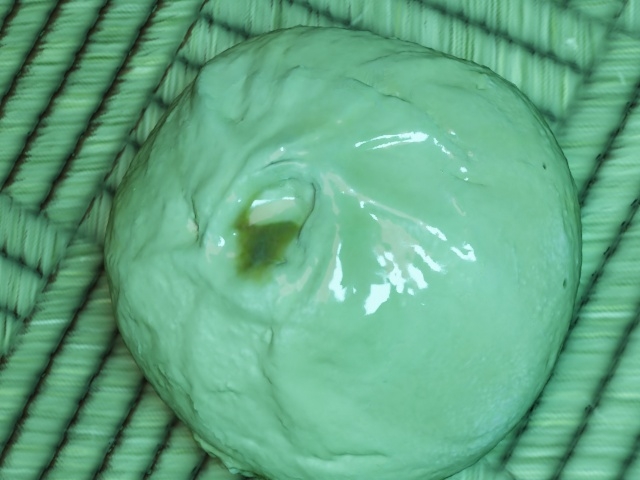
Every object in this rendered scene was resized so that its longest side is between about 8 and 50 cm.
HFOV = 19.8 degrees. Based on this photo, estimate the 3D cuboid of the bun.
[{"bbox_3d":[0.000,0.002,1.318,0.364,0.202,0.364,-6,75,23],"label":"bun"}]
